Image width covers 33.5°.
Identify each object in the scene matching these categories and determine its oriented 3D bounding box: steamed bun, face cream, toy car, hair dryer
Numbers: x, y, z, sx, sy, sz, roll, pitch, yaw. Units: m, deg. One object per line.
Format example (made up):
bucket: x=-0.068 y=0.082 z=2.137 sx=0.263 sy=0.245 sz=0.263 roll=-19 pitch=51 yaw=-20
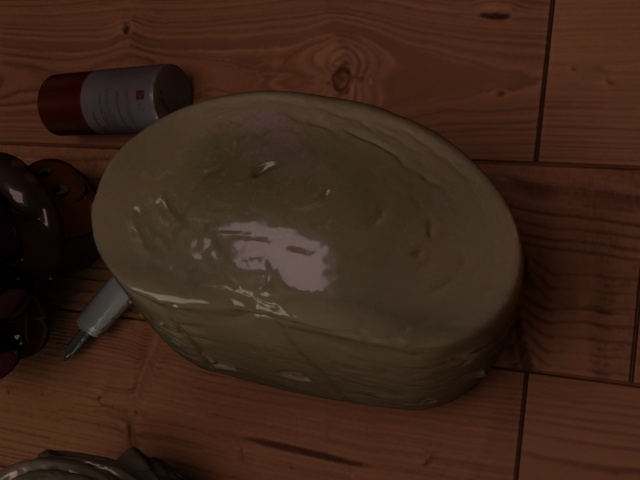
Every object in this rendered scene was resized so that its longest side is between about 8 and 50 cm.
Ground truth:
steamed bun: x=0.000 y=0.000 z=1.194 sx=0.456 sy=0.371 sz=0.289 roll=10 pitch=71 yaw=11
steamed bun: x=-0.263 y=0.366 z=1.362 sx=0.268 sy=0.280 sz=0.207 roll=29 pitch=69 yaw=38
face cream: x=-0.301 y=-0.203 z=1.550 sx=0.214 sy=0.096 sz=0.095 roll=1 pitch=84 yaw=28
toy car: x=-0.457 y=0.029 z=1.548 sx=0.271 sy=0.240 sz=0.340 roll=43 pitch=131 yaw=27
hair dryer: x=-0.263 y=0.068 z=1.510 sx=0.357 sy=0.108 sz=0.173 roll=-46 pitch=65 yaw=25
